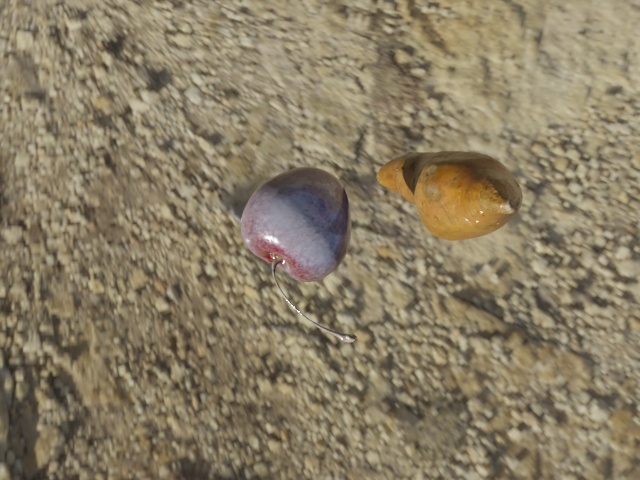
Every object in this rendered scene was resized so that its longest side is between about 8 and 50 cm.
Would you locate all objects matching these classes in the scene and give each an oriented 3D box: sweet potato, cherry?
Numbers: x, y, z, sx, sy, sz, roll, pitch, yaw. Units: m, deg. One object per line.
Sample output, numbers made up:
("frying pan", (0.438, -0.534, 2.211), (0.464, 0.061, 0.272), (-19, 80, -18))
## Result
("sweet potato", (0.162, -0.053, 1.534), (0.112, 0.359, 0.112), (-1, 97, -13))
("cherry", (0.002, -0.003, 1.502), (0.188, 0.148, 0.115), (33, 124, -2))
